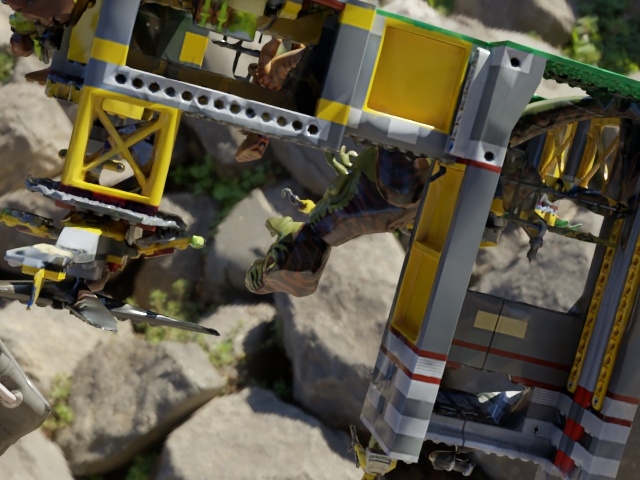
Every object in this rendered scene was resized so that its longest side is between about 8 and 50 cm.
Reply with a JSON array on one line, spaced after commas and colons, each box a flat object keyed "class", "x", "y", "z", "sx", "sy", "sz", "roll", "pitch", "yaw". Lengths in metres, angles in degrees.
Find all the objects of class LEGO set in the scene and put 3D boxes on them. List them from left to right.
[{"class": "LEGO set", "x": 0.000, "y": 0.000, "z": 0.468, "sx": 0.255, "sy": 0.331, "sz": 0.192, "roll": -153, "pitch": 77, "yaw": -68}]

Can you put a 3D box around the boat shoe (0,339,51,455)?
[{"class": "boat shoe", "x": -0.220, "y": -0.032, "z": 0.490, "sx": 0.095, "sy": 0.335, "sz": 0.112, "roll": -20, "pitch": 26, "yaw": -18}]
